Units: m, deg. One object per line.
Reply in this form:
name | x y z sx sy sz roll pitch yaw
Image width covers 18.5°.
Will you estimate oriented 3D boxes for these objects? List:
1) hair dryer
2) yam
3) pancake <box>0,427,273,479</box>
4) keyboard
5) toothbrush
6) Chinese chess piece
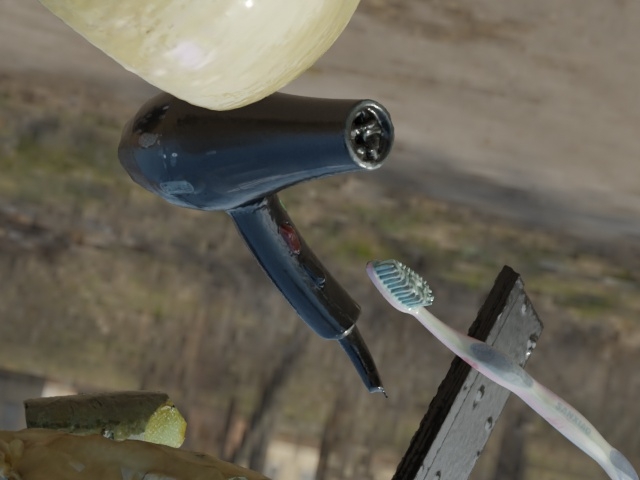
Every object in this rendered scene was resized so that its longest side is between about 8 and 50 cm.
hair dryer | 0.000 0.000 1.350 0.235 0.091 0.271 0 134 45
yam | -0.170 0.153 1.553 0.146 0.069 0.070 0 179 -27
pancake | -0.105 0.241 0.680 0.387 0.387 0.082 12 -169 -1
keyboard | 0.072 0.165 1.332 0.018 0.309 0.101 19 161 28
toothbrush | 0.122 0.089 1.244 0.269 0.021 0.027 40 153 -29
Chinese chess piece | -0.090 -0.175 0.893 0.257 0.104 0.257 42 -167 -12
